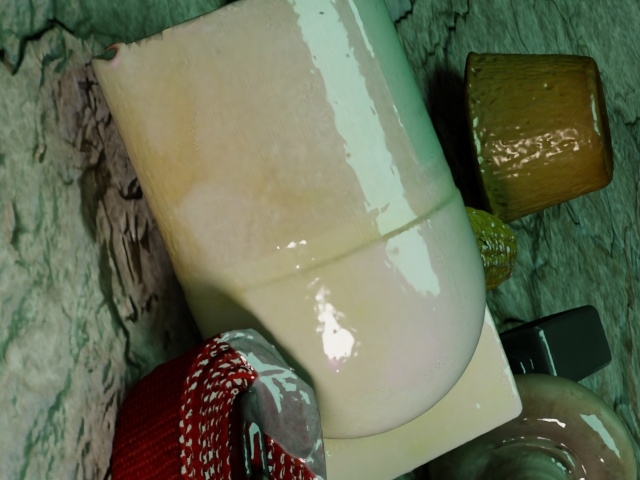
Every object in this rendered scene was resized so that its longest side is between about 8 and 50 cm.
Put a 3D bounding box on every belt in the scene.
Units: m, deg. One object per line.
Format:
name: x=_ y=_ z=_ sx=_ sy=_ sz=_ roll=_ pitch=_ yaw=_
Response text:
belt: x=-0.079 y=0.173 z=1.203 sx=0.128 sy=0.124 sz=0.201 roll=14 pitch=59 yaw=-34

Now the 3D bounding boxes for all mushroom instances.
mushroom: x=0.202 y=0.234 z=1.599 sx=0.204 sy=0.204 sz=0.204 roll=39 pitch=42 yaw=-48

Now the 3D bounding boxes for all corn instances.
corn: x=0.112 y=0.015 z=1.667 sx=0.318 sy=0.115 sz=0.115 roll=-10 pitch=84 yaw=-63

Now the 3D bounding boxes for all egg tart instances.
egg tart: x=0.247 y=-0.124 z=1.934 sx=0.215 sy=0.171 sz=0.215 roll=-8 pitch=90 yaw=-77

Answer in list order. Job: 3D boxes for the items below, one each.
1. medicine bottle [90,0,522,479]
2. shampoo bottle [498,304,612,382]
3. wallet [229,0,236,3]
medicine bottle: x=0.000 y=0.000 z=1.321 sx=0.236 sy=0.236 sz=0.406 roll=-38 pitch=109 yaw=-61
shampoo bottle: x=0.254 y=0.131 z=1.898 sx=0.246 sy=0.080 sz=0.079 roll=-12 pitch=84 yaw=-63
wallet: x=0.016 y=-0.181 z=1.666 sx=0.318 sy=0.045 sz=0.172 roll=50 pitch=38 yaw=-38
